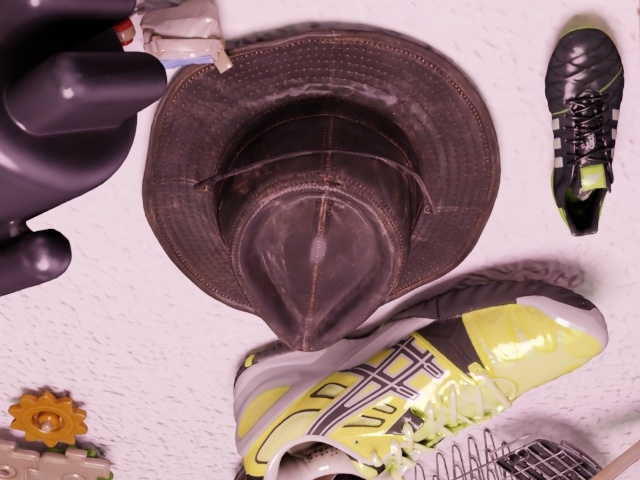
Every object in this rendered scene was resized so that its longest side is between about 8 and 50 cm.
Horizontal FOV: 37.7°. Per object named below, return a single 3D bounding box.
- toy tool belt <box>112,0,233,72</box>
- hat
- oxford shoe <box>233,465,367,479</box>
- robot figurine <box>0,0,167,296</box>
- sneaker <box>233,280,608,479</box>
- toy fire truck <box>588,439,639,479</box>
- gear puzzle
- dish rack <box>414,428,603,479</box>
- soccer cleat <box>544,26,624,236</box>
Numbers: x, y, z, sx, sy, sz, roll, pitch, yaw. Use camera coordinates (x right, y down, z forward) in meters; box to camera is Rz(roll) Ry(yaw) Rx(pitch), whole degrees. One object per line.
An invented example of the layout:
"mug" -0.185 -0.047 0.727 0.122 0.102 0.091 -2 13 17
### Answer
"toy tool belt" -0.108 -0.139 0.675 0.083 0.052 0.051 -7 127 7
"hat" 0.000 0.000 0.760 0.331 0.134 0.331 -1 135 -1
"oxford shoe" -0.009 0.270 1.060 0.227 0.096 0.083 -27 132 26
"robot figurine" -0.239 -0.086 0.625 0.278 0.209 0.173 -20 141 31
"sneaker" 0.093 0.156 0.900 0.384 0.147 0.145 -22 137 22
"toy fire truck" 0.397 0.262 1.033 0.246 0.158 0.217 9 136 7
"gear puzzle" -0.333 0.278 1.107 0.175 0.044 0.339 9 132 -8
"dish rack" 0.199 0.301 1.113 0.271 0.074 0.208 -32 129 26
"soccer cleat" 0.206 -0.080 0.722 0.060 0.072 0.179 -7 135 6
